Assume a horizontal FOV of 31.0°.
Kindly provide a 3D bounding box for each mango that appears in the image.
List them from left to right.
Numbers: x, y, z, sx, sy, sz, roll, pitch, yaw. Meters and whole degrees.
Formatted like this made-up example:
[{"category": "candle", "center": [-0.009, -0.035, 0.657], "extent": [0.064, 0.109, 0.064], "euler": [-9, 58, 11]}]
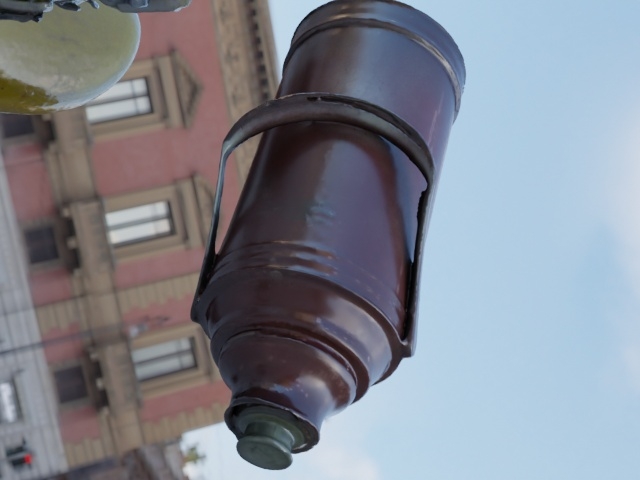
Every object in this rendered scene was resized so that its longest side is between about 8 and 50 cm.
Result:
[{"category": "mango", "center": [-0.316, -0.219, 1.146], "extent": [0.142, 0.331, 0.195], "euler": [-11, -112, 38]}]

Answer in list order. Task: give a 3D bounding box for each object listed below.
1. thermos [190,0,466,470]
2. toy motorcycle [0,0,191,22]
[{"category": "thermos", "center": [0.003, 0.001, 0.530], "extent": [0.124, 0.098, 0.232], "euler": [89, 14, -52]}, {"category": "toy motorcycle", "center": [-0.131, -0.166, 0.619], "extent": [0.229, 0.129, 0.094], "euler": [20, -68, 36]}]
